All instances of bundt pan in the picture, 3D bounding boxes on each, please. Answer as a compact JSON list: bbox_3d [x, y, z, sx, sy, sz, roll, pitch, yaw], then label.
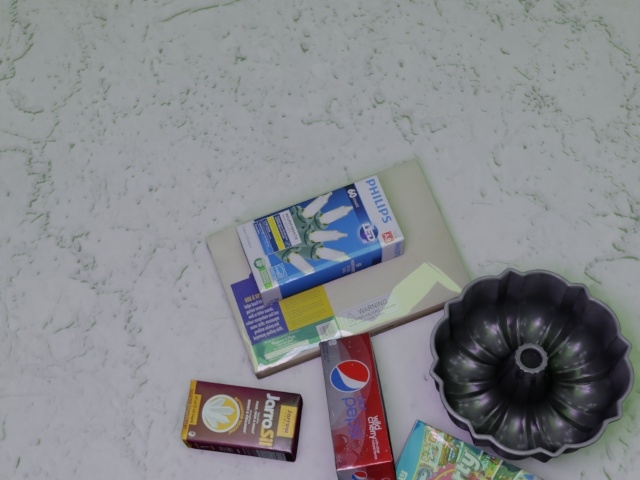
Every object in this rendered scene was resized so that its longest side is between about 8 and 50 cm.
[{"bbox_3d":[0.336,0.217,1.904,0.330,0.124,0.331,0,61,0],"label":"bundt pan"}]

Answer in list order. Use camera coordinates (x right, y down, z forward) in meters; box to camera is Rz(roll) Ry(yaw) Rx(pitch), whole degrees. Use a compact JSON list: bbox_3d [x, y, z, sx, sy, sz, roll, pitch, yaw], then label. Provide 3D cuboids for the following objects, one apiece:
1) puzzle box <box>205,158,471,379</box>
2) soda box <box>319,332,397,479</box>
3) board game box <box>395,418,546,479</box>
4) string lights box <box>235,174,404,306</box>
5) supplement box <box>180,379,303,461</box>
[{"bbox_3d":[0.030,0.046,2.037,0.408,0.052,0.272,-20,70,-4],"label":"puzzle box"},{"bbox_3d":[0.060,0.279,1.880,0.092,0.083,0.263,-10,46,2],"label":"soda box"},{"bbox_3d":[0.243,0.457,1.852,0.303,0.097,0.224,24,73,12],"label":"board game box"},{"bbox_3d":[0.000,0.000,1.986,0.259,0.077,0.133,-21,69,-5],"label":"string lights box"},{"bbox_3d":[-0.129,0.301,1.937,0.188,0.081,0.104,6,70,5],"label":"supplement box"}]
